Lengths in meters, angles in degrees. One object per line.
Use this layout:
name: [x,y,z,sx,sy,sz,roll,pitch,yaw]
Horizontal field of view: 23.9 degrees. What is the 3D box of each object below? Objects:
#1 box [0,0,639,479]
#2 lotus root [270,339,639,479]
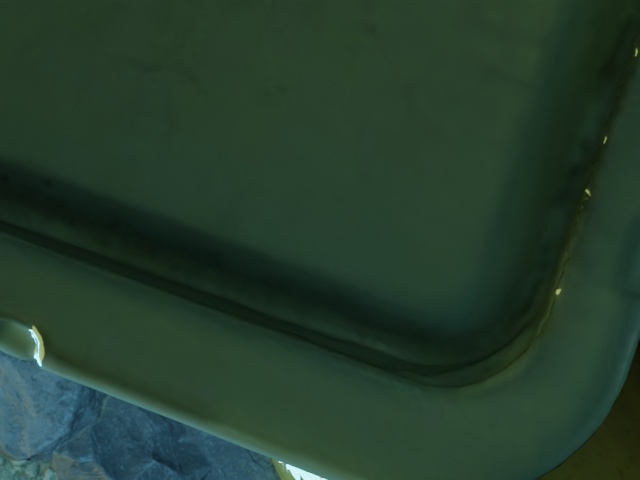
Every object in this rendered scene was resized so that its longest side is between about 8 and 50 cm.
box: [-0.048,-0.059,0.427,0.182,0.312,0.175,15,-86,-77]
lotus root: [0.048,0.055,0.561,0.303,0.146,0.131,58,147,19]
